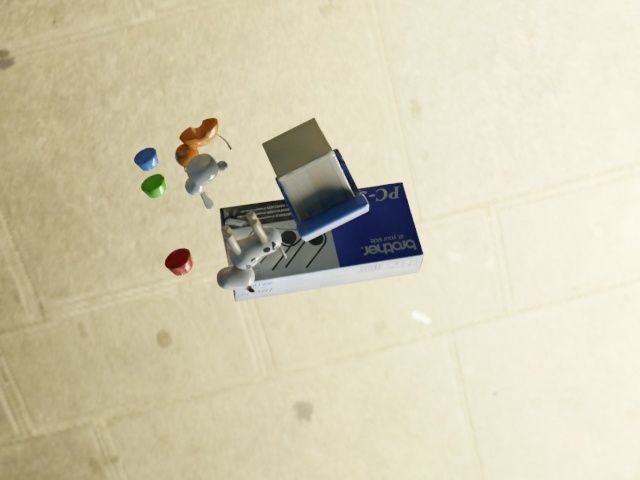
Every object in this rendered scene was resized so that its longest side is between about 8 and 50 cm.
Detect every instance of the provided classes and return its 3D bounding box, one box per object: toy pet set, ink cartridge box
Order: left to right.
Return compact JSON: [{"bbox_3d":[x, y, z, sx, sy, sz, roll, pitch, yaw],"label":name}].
[{"bbox_3d":[-0.036,-0.020,0.588,0.114,0.122,0.065,-26,130,1],"label":"toy pet set"},{"bbox_3d":[0.000,0.000,1.104,0.207,0.097,0.046,-9,151,-9],"label":"ink cartridge box"}]
